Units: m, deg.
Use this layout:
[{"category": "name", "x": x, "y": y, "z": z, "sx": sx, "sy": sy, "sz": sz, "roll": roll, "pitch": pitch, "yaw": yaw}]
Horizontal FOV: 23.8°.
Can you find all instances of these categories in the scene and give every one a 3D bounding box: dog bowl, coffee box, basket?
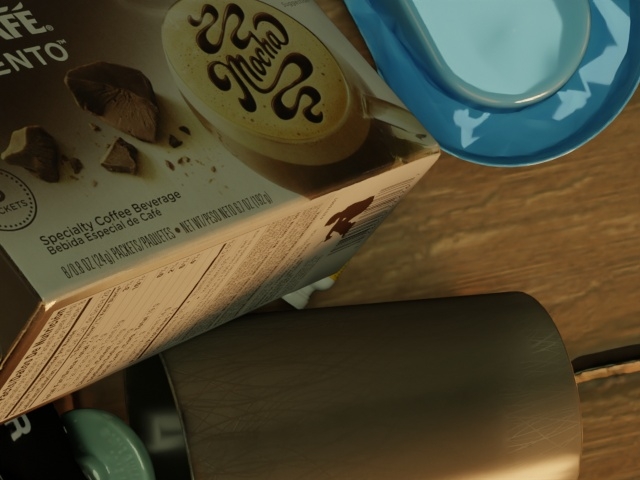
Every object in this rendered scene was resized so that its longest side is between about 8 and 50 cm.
[{"category": "dog bowl", "x": 0.074, "y": -0.185, "z": 0.901, "sx": 0.166, "sy": 0.074, "sz": 0.297, "roll": -30, "pitch": 95, "yaw": -4}, {"category": "coffee box", "x": -0.101, "y": -0.038, "z": 0.761, "sx": 0.168, "sy": 0.297, "sz": 0.119, "roll": 51, "pitch": 129, "yaw": 14}, {"category": "basket", "x": 0.018, "y": 0.106, "z": 0.862, "sx": 0.227, "sy": 0.204, "sz": 0.154, "roll": -8, "pitch": 100, "yaw": -16}]

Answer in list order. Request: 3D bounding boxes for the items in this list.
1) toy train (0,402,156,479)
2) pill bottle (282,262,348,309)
[{"category": "toy train", "x": -0.230, "y": 0.087, "z": 0.832, "sx": 0.190, "sy": 0.142, "sz": 0.334, "roll": -27, "pitch": 92, "yaw": 33}, {"category": "pill bottle", "x": 0.000, "y": 0.000, "z": 0.914, "sx": 0.043, "sy": 0.043, "sz": 0.083, "roll": 35, "pitch": 88, "yaw": -6}]
